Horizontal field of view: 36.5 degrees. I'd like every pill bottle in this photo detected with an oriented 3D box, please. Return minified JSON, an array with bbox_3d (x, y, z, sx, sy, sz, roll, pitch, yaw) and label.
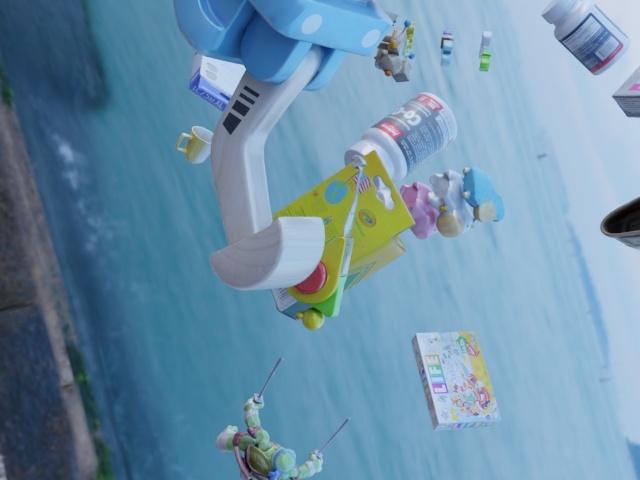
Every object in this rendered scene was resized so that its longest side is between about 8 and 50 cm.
[{"bbox_3d":[0.209,-0.255,2.555,0.161,0.283,0.161,41,-26,26],"label":"pill bottle"},{"bbox_3d":[0.567,-0.452,2.084,0.180,0.108,0.108,42,20,-7],"label":"pill bottle"}]

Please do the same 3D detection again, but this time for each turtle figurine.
[{"bbox_3d":[-0.091,0.422,2.075,0.198,0.266,0.274,22,66,-26],"label":"turtle figurine"}]

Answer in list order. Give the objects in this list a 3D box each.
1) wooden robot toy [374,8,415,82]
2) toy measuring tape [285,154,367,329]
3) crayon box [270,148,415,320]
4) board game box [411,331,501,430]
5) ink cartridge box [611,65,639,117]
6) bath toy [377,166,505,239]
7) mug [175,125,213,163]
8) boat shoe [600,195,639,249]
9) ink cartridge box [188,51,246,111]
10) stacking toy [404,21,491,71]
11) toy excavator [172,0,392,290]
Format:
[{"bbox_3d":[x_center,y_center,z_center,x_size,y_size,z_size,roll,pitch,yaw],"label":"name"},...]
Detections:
[{"bbox_3d":[0.112,-0.305,1.618,0.173,0.076,0.079,69,32,-64],"label":"wooden robot toy"},{"bbox_3d":[0.000,0.000,1.778,0.121,0.121,0.330,4,98,-75],"label":"toy measuring tape"},{"bbox_3d":[0.029,-0.010,1.917,0.081,0.318,0.202,36,25,-56],"label":"crayon box"},{"bbox_3d":[0.207,0.213,1.487,0.026,0.103,0.154,113,-29,-52],"label":"board game box"},{"bbox_3d":[0.645,-0.293,1.569,0.060,0.239,0.275,46,-9,-21],"label":"ink cartridge box"},{"bbox_3d":[0.259,-0.069,2.278,0.129,0.348,0.151,23,68,-38],"label":"bath toy"},{"bbox_3d":[-0.260,-0.199,2.022,0.078,0.064,0.062,28,26,-13],"label":"mug"},{"bbox_3d":[0.739,-0.062,2.026,0.110,0.341,0.121,11,64,-29],"label":"boat shoe"},{"bbox_3d":[-0.234,-0.404,2.437,0.186,0.065,0.311,32,31,-25],"label":"ink cartridge box"},{"bbox_3d":[0.233,-0.355,1.811,0.221,0.167,0.052,-70,167,-65],"label":"stacking toy"},{"bbox_3d":[-0.060,-0.223,1.168,0.222,0.445,0.433,-2,47,-49],"label":"toy excavator"}]
